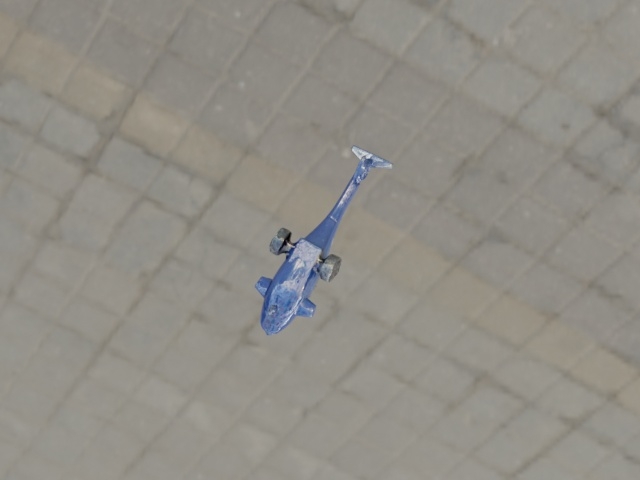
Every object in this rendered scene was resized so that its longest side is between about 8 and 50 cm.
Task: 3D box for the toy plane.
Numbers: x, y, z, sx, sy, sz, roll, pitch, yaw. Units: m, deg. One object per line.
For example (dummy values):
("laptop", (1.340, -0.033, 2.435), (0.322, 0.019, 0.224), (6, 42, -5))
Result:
("toy plane", (0.000, 0.000, 1.043), (0.054, 0.167, 0.062), (27, 167, 12))
